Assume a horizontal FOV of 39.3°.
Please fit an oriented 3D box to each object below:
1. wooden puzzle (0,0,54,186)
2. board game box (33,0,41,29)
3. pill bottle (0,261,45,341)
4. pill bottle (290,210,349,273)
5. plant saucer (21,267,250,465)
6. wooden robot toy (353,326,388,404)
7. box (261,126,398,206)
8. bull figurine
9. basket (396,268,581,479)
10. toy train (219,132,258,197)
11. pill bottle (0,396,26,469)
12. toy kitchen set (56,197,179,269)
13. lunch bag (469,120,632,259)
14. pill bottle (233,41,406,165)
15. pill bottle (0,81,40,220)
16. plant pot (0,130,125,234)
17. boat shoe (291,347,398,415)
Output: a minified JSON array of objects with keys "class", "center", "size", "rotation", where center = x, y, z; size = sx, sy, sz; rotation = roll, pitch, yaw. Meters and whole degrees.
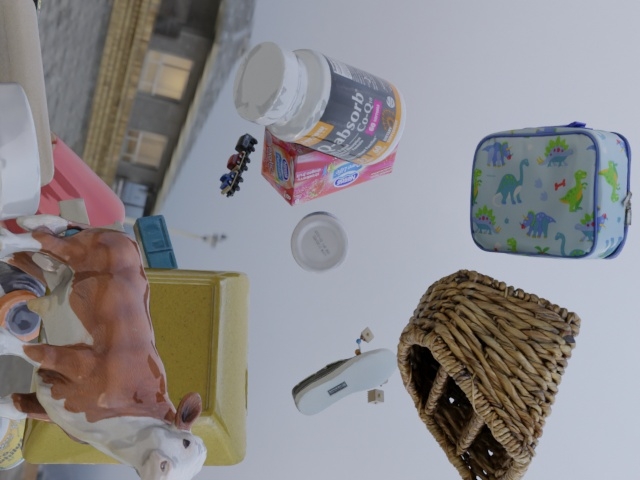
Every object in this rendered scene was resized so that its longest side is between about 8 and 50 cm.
[{"class":"wooden puzzle","center":[-0.622,-0.231,1.430],"size":[0.080,0.347,0.322],"rotation":[-171,-105,-80]},{"class":"board game box","center":[-0.564,-0.477,1.603],"size":[0.030,0.136,0.260],"rotation":[91,1,-79]},{"class":"pill bottle","center":[-0.565,0.100,1.603],"size":[0.245,0.130,0.130],"rotation":[26,-76,53]},{"class":"pill bottle","center":[0.000,0.000,1.362],"size":[0.160,0.087,0.087],"rotation":[-76,180,-85]},{"class":"plant saucer","center":[-0.275,0.171,1.382],"size":[0.081,0.332,0.333],"rotation":[105,-14,-59]},{"class":"wooden robot toy","center":[0.102,0.287,2.026],"size":[0.079,0.076,0.173],"rotation":[-28,-110,44]},{"class":"box","center":[0.022,-0.181,1.778],"size":[0.122,0.257,0.128],"rotation":[47,-37,35]},{"class":"bull figurine","center":[-0.207,0.095,0.779],"size":[0.101,0.188,0.310],"rotation":[-53,-142,26]},{"class":"basket","center":[0.196,0.202,1.230],"size":[0.299,0.213,0.223],"rotation":[91,23,-67]},{"class":"toy train","center":[-0.144,-0.133,1.556],"size":[0.027,0.036,0.158],"rotation":[-34,-152,38]},{"class":"pill bottle","center":[-0.604,0.338,1.619],"size":[0.208,0.117,0.118],"rotation":[83,12,-65]},{"class":"toy kitchen set","center":[-0.345,0.004,1.544],"size":[0.166,0.207,0.122],"rotation":[-48,-124,57]},{"class":"lunch bag","center":[0.301,-0.065,1.184],"size":[0.219,0.090,0.176],"rotation":[4,-85,53]},{"class":"pill bottle","center":[0.000,-0.232,1.524],"size":[0.162,0.278,0.162],"rotation":[-14,-109,45]},{"class":"pill bottle","center":[-0.582,-0.103,1.162],"size":[0.224,0.392,0.224],"rotation":[25,-61,58]},{"class":"plant pot","center":[-0.609,-0.096,1.997],"size":[0.275,0.275,0.243],"rotation":[-94,163,-48]},{"class":"boat shoe","center":[0.044,0.262,1.756],"size":[0.070,0.219,0.078],"rotation":[-125,-168,-63]}]
